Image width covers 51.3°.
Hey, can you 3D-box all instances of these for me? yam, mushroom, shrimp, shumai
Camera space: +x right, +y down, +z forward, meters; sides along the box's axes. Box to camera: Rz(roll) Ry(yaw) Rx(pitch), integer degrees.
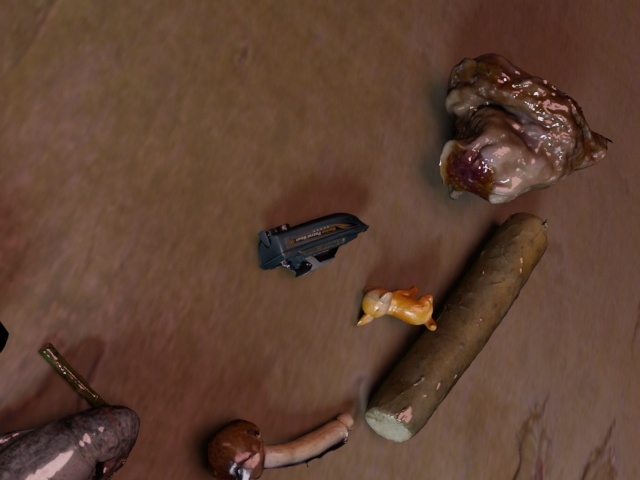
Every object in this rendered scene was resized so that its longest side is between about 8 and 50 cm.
[{"bbox_3d":[0.183,0.097,0.837,0.371,0.083,0.083,-46,107,-30],"label":"yam"},{"bbox_3d":[-0.039,0.206,0.682,0.187,0.061,0.060,6,90,-46],"label":"mushroom"},{"bbox_3d":[-0.248,0.196,0.522,0.233,0.079,0.090,-26,60,-33],"label":"shrimp"},{"bbox_3d":[0.246,-0.123,0.901,0.218,0.184,0.185,26,101,-40],"label":"shumai"}]

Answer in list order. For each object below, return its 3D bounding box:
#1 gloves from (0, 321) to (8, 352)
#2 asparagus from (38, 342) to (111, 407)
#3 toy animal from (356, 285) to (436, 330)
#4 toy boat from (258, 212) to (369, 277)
[{"bbox_3d":[-0.348,0.045,0.460,0.204,0.124,0.164,31,30,1],"label":"gloves"},{"bbox_3d":[-0.207,0.135,0.597,0.015,0.014,0.114,-44,107,-15],"label":"asparagus"},{"bbox_3d":[0.087,0.082,0.783,0.083,0.060,0.081,-3,47,-39],"label":"toy animal"},{"bbox_3d":[0.000,0.000,0.743,0.141,0.055,0.060,-18,83,-36],"label":"toy boat"}]
